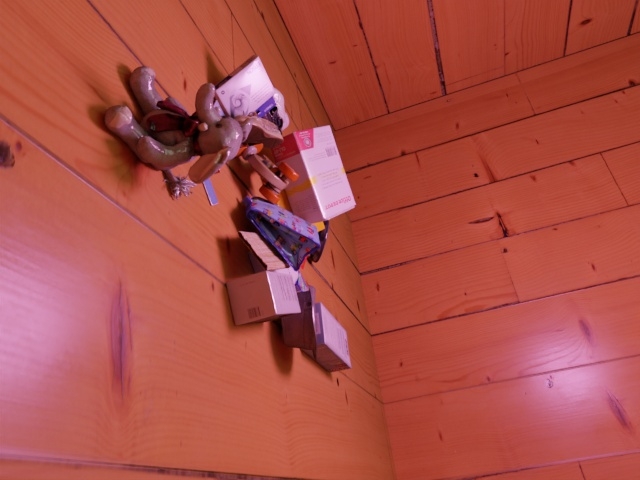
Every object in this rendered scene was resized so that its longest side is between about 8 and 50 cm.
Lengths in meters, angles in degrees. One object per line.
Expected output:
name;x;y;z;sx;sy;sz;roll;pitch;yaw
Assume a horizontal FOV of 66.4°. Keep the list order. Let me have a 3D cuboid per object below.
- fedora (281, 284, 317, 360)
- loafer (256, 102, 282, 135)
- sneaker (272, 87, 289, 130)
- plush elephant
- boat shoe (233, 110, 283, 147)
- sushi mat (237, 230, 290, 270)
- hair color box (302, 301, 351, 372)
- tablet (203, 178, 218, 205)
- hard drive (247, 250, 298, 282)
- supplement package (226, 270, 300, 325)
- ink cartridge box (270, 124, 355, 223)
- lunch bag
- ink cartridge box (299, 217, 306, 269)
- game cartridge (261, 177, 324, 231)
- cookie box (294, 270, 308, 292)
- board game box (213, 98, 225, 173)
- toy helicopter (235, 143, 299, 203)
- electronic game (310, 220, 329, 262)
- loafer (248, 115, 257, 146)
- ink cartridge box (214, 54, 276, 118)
fedora;-0.078;0.292;1.758;0.243;0.124;0.275;93;-3;-60
loafer;-0.215;-0.531;1.983;0.302;0.095;0.109;55;13;-49
sneaker;-0.220;-0.645;2.417;0.115;0.090;0.232;-80;151;-54
plush elephant;-0.312;-0.267;1.197;0.271;0.256;0.330;-87;158;-54
boat shoe;-0.247;-0.423;1.844;0.285;0.105;0.089;10;60;-64
sushi mat;-0.178;0.034;1.612;0.151;0.019;0.316;51;6;7
hair color box;0.021;0.428;2.119;0.374;0.114;0.185;55;24;-54
tablet;-0.339;-0.150;1.505;0.054;0.006;0.083;-54;127;-73
hard drive;-0.169;0.097;1.847;0.353;0.047;0.233;-61;134;-72
supplement package;-0.171;0.181;1.534;0.244;0.139;0.133;23;51;-73
ink cartridge box;-0.029;-0.281;2.133;0.279;0.160;0.384;-27;100;-53
lunch bag;-0.154;-0.060;1.740;0.293;0.138;0.221;40;11;-14
ink cartridge box;-0.076;0.018;2.057;0.179;0.045;0.145;58;37;-44
game cartridge;-0.117;-0.166;2.157;0.285;0.053;0.323;-25;98;-54
cookie box;-0.090;0.200;2.075;0.091;0.040;0.107;-88;159;-55
board game box;-0.352;-0.354;1.641;0.281;0.027;0.145;-88;158;-53
toy helicopter;-0.219;-0.286;1.870;0.235;0.140;0.355;39;9;-14
electronic game;0.000;0.000;2.443;0.229;0.048;0.229;-165;-90;-81
loafer;-0.288;-0.461;1.949;0.078;0.076;0.223;21;50;-68
ink cartridge box;-0.272;-0.533;1.832;0.045;0.223;0.224;29;-22;40
